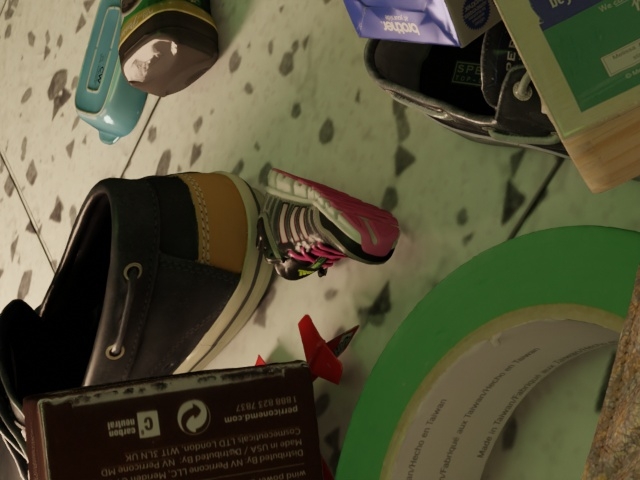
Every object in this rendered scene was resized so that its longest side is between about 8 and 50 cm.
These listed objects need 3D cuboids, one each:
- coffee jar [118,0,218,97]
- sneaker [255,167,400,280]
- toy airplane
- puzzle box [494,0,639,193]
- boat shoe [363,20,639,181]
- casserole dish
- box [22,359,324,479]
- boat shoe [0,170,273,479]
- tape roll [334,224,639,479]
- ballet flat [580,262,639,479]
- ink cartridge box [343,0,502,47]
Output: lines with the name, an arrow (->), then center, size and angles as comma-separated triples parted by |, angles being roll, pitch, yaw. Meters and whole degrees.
coffee jar -> -0.147, -0.232, 1.129 | 0.096, 0.079, 0.184 | -32, 54, 40
sneaker -> 0.000, 0.000, 0.874 | 0.170, 0.063, 0.075 | 28, 101, 58
toy airplane -> -0.016, 0.121, 0.881 | 0.151, 0.028, 0.151 | -20, 64, 48
puzzle box -> 0.236, -0.221, 0.475 | 0.409, 0.052, 0.272 | -26, 57, 14
boat shoe -> 0.139, -0.102, 0.688 | 0.301, 0.102, 0.108 | 18, 93, 54
casserole dish -> -0.212, -0.195, 1.240 | 0.114, 0.037, 0.188 | 19, 95, 54
box -> -0.100, 0.173, 0.781 | 0.203, 0.168, 0.167 | 158, 105, -72
boat shoe -> -0.225, 0.126, 1.053 | 0.500, 0.156, 0.187 | -52, 44, 30
tape roll -> 0.132, 0.155, 0.603 | 0.321, 0.077, 0.321 | -24, 59, 46
ballet flat -> 0.145, 0.106, 0.476 | 0.316, 0.107, 0.106 | -71, 17, -4
ink cartridge box -> 0.116, -0.184, 0.689 | 0.207, 0.046, 0.097 | -38, 30, -21
